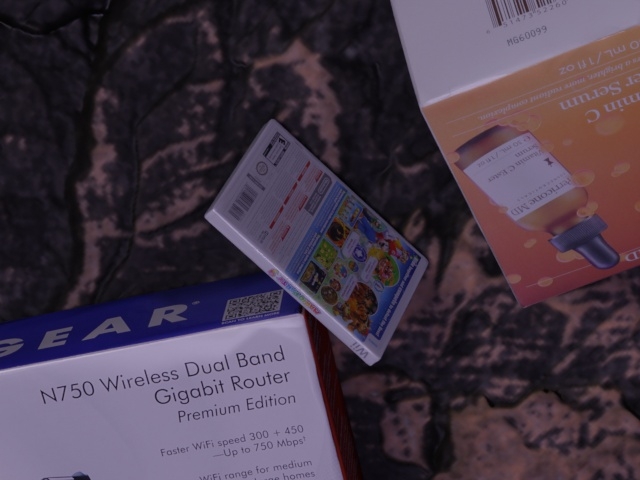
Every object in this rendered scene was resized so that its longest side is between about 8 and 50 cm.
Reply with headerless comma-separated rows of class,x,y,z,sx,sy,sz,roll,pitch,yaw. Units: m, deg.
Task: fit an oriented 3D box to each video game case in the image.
video game case,0.000,0.000,1.075,0.122,0.087,0.011,42,132,-12

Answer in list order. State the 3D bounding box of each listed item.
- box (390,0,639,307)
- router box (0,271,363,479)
box,0.128,-0.066,1.003,0.130,0.091,0.170,-21,137,10
router box,-0.136,0.193,1.151,0.335,0.082,0.301,-12,109,7
